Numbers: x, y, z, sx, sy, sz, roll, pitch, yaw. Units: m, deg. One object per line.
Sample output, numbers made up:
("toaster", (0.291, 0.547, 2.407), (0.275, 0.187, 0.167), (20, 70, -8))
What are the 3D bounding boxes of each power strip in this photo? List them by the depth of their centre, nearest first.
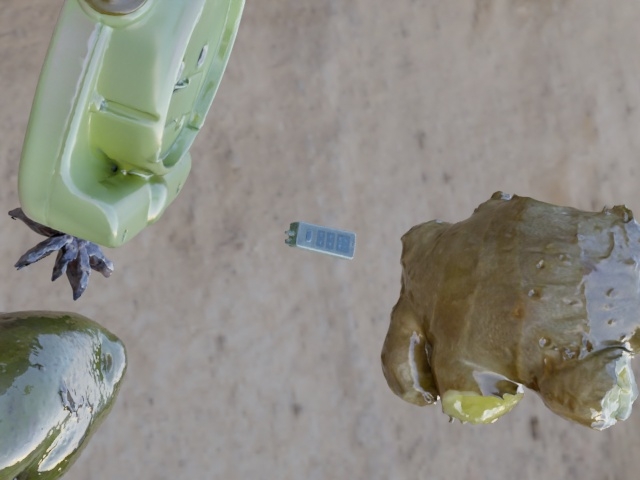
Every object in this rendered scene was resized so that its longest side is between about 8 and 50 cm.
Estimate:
("power strip", (0.000, 0.000, 1.336), (0.083, 0.017, 0.027), (12, 78, -36))

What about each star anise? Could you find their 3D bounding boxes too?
("star anise", (-0.280, -0.007, 1.541), (0.141, 0.042, 0.141), (15, 68, -41))

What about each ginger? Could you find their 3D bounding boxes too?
("ginger", (0.140, 0.043, 0.881), (0.102, 0.216, 0.157), (38, 61, -55))

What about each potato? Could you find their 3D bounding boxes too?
("potato", (-0.341, 0.172, 1.495), (0.202, 0.218, 0.351), (41, 34, 21))

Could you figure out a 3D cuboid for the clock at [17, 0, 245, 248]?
("clock", (-0.159, -0.182, 1.293), (0.286, 0.117, 0.348), (-58, 168, -72))
